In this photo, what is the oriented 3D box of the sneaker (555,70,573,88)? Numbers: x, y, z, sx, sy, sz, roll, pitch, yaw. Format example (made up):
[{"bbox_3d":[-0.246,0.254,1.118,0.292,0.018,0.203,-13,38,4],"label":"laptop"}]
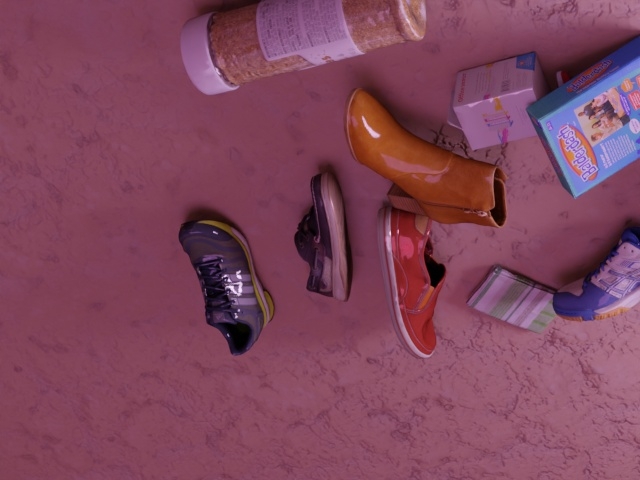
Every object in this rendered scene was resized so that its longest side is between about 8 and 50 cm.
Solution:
[{"bbox_3d":[0.401,-0.217,1.849,0.067,0.042,0.118,-14,136,30],"label":"sneaker"}]

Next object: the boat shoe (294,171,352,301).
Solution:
[{"bbox_3d":[0.000,0.000,2.117,0.092,0.103,0.285,-1,139,8],"label":"boat shoe"}]

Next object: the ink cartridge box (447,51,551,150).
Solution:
[{"bbox_3d":[0.266,-0.207,1.857,0.143,0.092,0.090,-12,130,24],"label":"ink cartridge box"}]

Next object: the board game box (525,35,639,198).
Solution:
[{"bbox_3d":[0.424,-0.182,1.808,0.210,0.047,0.160,-32,124,0],"label":"board game box"}]

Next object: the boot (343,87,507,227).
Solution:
[{"bbox_3d":[0.174,-0.127,1.915,0.211,0.104,0.295,8,150,33],"label":"boot"}]

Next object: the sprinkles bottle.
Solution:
[{"bbox_3d":[-0.027,-0.310,1.807,0.355,0.121,0.121,-11,130,23],"label":"sprinkles bottle"}]

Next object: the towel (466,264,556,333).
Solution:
[{"bbox_3d":[0.350,0.106,2.193,0.152,0.023,0.113,22,137,-11],"label":"towel"}]

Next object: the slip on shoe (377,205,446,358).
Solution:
[{"bbox_3d":[0.171,0.079,2.145,0.101,0.123,0.331,-4,128,12],"label":"slip on shoe"}]

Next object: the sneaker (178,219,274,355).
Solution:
[{"bbox_3d":[-0.171,0.084,2.222,0.111,0.121,0.300,-11,130,23],"label":"sneaker"}]

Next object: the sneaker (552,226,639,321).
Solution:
[{"bbox_3d":[0.510,0.039,2.048,0.296,0.112,0.131,-21,108,28],"label":"sneaker"}]
